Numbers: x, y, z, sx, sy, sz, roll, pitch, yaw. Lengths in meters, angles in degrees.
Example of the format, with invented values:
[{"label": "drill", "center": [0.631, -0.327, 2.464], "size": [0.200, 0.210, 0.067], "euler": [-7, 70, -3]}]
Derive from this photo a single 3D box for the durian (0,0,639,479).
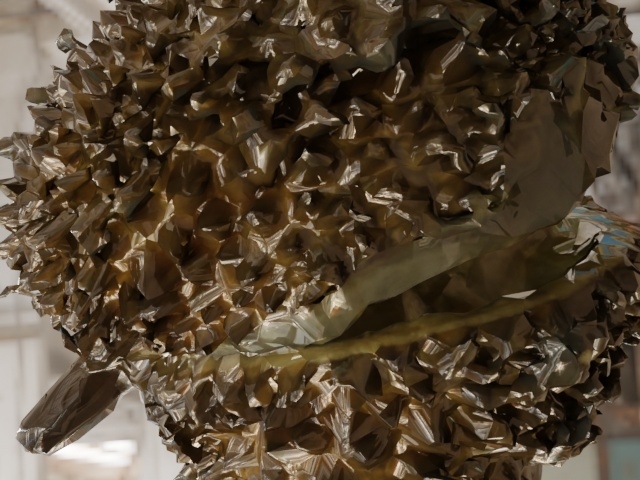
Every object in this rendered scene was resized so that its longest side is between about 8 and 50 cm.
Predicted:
[{"label": "durian", "center": [0.000, 0.000, 0.505], "size": [0.167, 0.196, 0.196], "euler": [-168, 70, -70]}]
